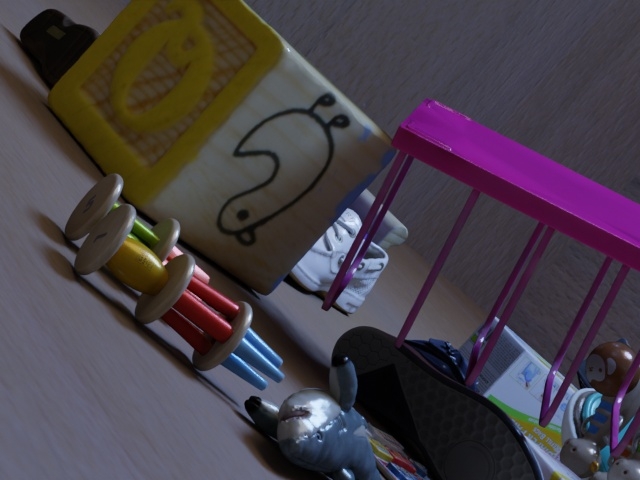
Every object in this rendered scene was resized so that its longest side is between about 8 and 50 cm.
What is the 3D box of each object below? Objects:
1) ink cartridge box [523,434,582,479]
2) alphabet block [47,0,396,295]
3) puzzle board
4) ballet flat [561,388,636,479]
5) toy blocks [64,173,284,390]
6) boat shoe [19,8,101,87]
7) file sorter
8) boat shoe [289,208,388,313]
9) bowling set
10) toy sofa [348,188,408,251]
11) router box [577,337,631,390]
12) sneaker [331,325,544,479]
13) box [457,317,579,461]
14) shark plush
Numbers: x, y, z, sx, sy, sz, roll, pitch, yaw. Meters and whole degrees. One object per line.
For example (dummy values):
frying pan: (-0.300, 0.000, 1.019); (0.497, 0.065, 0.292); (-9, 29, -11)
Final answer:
ink cartridge box: (0.226, 0.258, 1.645); (0.115, 0.067, 0.198); (39, 5, -41)
alphabet block: (-0.086, -0.103, 1.556); (0.193, 0.192, 0.197); (44, 5, 41)
puzzle board: (0.060, 0.172, 1.373); (0.096, 0.011, 0.128); (46, 5, 31)
ballet flat: (0.375, 0.331, 1.993); (0.400, 0.139, 0.139); (45, 4, -17)
toy blocks: (-0.089, 0.031, 1.124); (0.148, 0.054, 0.123); (41, 5, -21)
boat shoe: (-0.233, -0.170, 1.718); (0.072, 0.068, 0.190); (54, -2, -33)
file sorter: (0.170, 0.032, 1.507); (0.290, 0.182, 0.202); (27, 14, 4)
boat shoe: (0.000, 0.000, 1.908); (0.098, 0.096, 0.277); (45, 5, 22)
bowling set: (0.300, 0.207, 1.731); (0.200, 0.154, 0.287); (39, -9, -16)
toy sofa: (-0.050, -0.111, 2.010); (0.362, 0.177, 0.150); (40, 5, -38)
router box: (0.460, 0.313, 2.341); (0.309, 0.081, 0.243); (59, -4, 33)
sneaker: (0.126, 0.163, 1.550); (0.226, 0.086, 0.163); (44, 7, 23)
box: (0.269, 0.207, 2.255); (0.203, 0.103, 0.114); (40, 5, -30)
shark plush: (0.006, 0.143, 1.111); (0.161, 0.073, 0.067); (69, 4, -48)
